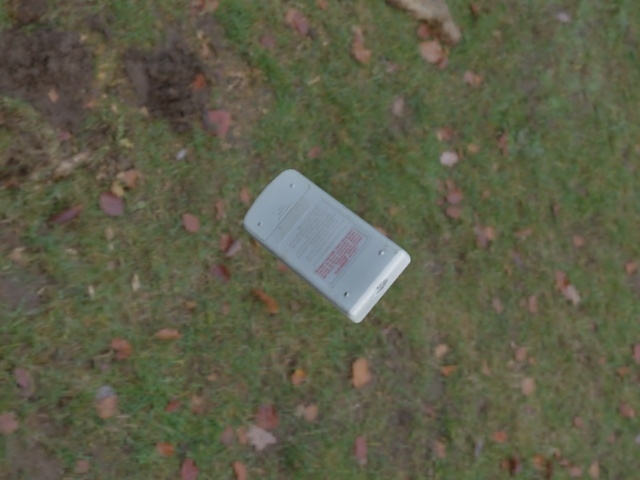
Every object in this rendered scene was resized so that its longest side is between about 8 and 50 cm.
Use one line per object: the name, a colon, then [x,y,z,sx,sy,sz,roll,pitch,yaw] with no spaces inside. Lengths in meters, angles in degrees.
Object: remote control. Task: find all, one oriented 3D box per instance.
remote control: [0.000,0.000,1.057,0.087,0.190,0.029,-51,144,-3]
